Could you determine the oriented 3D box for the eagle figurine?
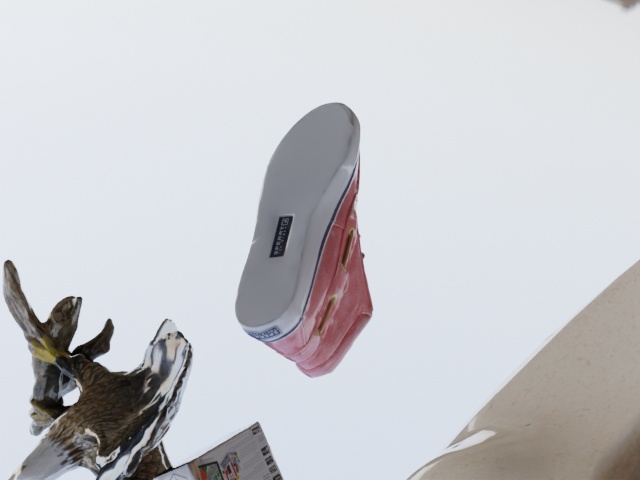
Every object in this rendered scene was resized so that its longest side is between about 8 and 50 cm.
[{"bbox_3d":[-0.176,0.179,1.203,0.298,0.225,0.226,31,174,45],"label":"eagle figurine"}]

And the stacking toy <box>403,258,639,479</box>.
[{"bbox_3d":[0.264,0.205,0.428,0.480,0.350,0.350,48,-160,-6],"label":"stacking toy"}]

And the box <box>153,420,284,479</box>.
[{"bbox_3d":[-0.077,0.236,1.238,0.114,0.036,0.207,67,-166,4],"label":"box"}]

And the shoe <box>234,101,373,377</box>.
[{"bbox_3d":[0.000,0.000,0.925,0.063,0.178,0.081,-2,148,34],"label":"shoe"}]
